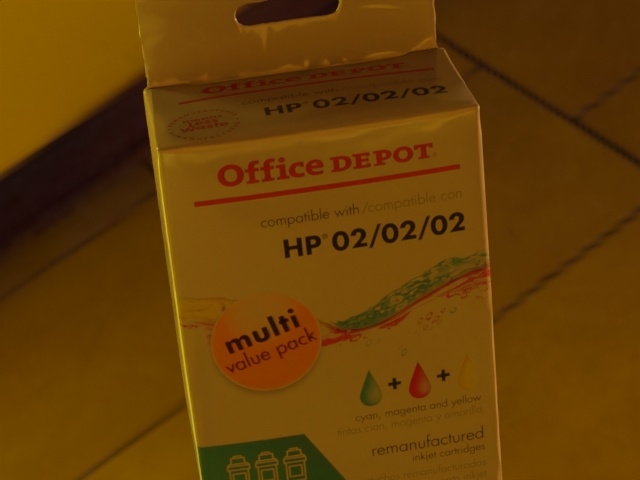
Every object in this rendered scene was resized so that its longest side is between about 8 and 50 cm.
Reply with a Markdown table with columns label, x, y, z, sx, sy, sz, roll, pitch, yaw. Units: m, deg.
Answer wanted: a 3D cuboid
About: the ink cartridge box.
| label | x | y | z | sx | sy | sz | roll | pitch | yaw |
| --- | --- | --- | --- | --- | --- | --- | --- | --- | --- |
| ink cartridge box | 0.000 | 0.000 | 0.607 | 0.104 | 0.181 | 0.061 | -9 | 25 | -5 |
